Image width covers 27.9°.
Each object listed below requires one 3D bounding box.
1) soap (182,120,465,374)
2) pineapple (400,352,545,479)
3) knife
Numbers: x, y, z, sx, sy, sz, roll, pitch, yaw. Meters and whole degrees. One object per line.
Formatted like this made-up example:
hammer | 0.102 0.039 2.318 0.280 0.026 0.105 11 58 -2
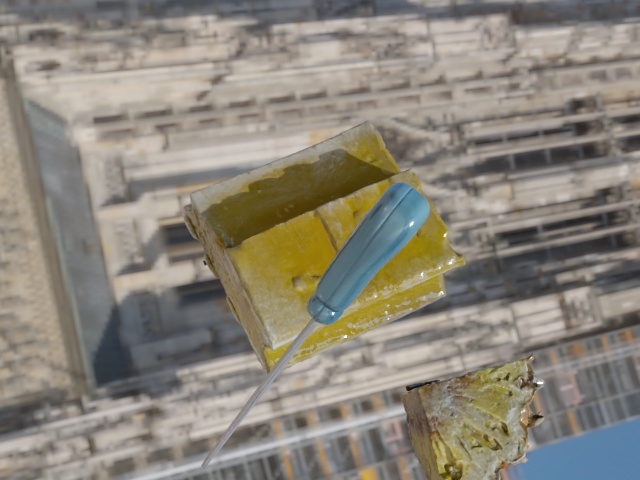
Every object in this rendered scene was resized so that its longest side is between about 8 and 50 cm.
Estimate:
soap | 0.000 0.000 1.665 0.259 0.281 0.143 59 -18 18
pineapple | 0.196 0.242 1.711 0.186 0.236 0.114 35 -27 -7
knife | -0.007 0.059 0.832 0.032 0.058 0.244 36 -63 1
